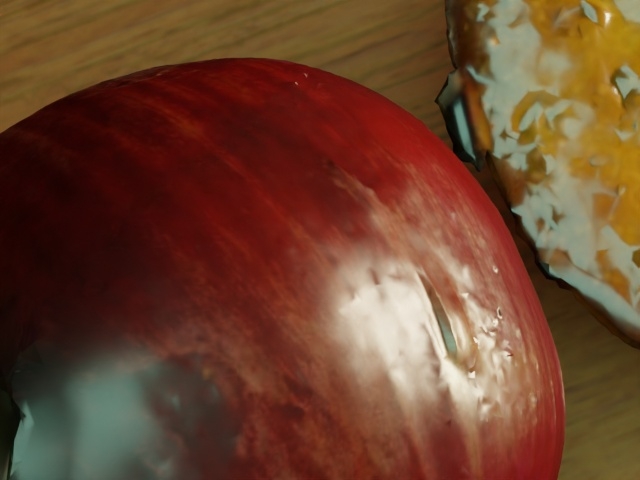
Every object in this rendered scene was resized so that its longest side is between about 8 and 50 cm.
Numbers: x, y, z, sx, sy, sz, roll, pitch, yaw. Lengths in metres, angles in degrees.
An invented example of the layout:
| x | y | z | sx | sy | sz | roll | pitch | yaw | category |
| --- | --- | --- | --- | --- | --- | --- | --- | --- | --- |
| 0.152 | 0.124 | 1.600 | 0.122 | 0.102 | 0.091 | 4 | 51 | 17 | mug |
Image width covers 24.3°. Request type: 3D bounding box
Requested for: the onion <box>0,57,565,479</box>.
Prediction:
| x | y | z | sx | sy | sz | roll | pitch | yaw | category |
| --- | --- | --- | --- | --- | --- | --- | --- | --- | --- |
| -0.070 | 0.093 | 0.648 | 0.341 | 0.341 | 0.341 | 0 | 85 | 3 | onion |

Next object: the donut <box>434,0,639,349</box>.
| x | y | z | sx | sy | sz | roll | pitch | yaw | category |
| --- | --- | --- | --- | --- | --- | --- | --- | --- | --- |
| 0.256 | -0.125 | 0.742 | 0.377 | 0.163 | 0.435 | 22 | 88 | 6 | donut |
